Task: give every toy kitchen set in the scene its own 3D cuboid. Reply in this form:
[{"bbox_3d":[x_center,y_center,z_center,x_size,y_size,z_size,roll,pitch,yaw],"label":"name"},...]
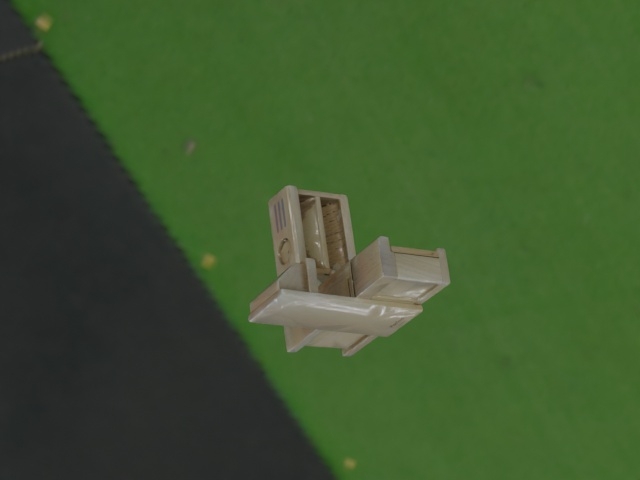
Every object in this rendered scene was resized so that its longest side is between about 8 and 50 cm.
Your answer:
[{"bbox_3d":[0.000,0.000,0.839,0.068,0.075,0.083,7,153,-30],"label":"toy kitchen set"}]
